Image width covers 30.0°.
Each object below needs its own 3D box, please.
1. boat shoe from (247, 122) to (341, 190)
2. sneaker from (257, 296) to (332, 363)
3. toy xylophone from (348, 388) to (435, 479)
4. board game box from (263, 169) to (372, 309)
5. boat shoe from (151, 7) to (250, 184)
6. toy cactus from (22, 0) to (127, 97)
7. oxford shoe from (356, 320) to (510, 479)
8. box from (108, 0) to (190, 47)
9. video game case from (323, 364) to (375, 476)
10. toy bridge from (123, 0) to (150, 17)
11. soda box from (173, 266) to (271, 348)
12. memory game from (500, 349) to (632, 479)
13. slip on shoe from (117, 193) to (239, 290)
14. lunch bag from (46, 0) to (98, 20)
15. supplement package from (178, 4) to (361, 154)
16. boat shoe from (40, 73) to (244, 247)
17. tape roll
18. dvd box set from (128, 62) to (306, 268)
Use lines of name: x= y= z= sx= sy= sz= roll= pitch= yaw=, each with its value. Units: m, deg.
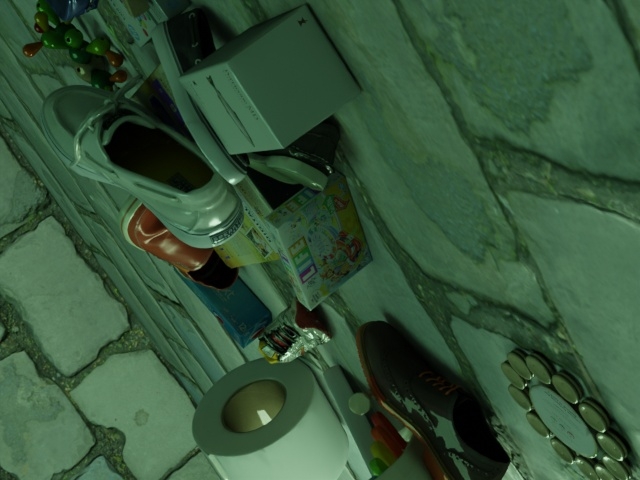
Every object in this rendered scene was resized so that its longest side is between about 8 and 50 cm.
boat shoe: x=-0.041 y=-0.107 z=1.374 sx=0.081 sy=0.068 sz=0.228 roll=27 pitch=177 yaw=-27
sneaker: x=-0.046 y=0.155 z=1.899 sx=0.088 sy=0.093 sz=0.225 roll=50 pitch=163 yaw=7
toy xylophone: x=0.119 y=0.299 z=1.604 sx=0.236 sy=0.081 sz=0.323 roll=52 pitch=-167 yaw=12
board game box: x=0.000 y=0.000 z=1.419 sx=0.026 sy=0.103 sz=0.154 roll=39 pitch=160 yaw=40
boat shoe: x=-0.121 y=-0.172 z=1.365 sx=0.080 sy=0.076 sz=0.228 roll=38 pitch=-156 yaw=-59
toy cactus: x=-0.380 y=-0.282 z=1.900 sx=0.219 sy=0.112 sz=0.180 roll=41 pitch=172 yaw=8
oxford shoe: x=0.147 y=0.198 z=1.519 sx=0.271 sy=0.097 sz=0.098 roll=53 pitch=132 yaw=19
box: x=-0.236 y=-0.326 z=1.491 sx=0.145 sy=0.038 sz=0.186 roll=56 pitch=165 yaw=-10
video game case: x=0.114 y=0.400 z=1.920 sx=0.300 sy=0.036 sz=0.329 roll=64 pitch=177 yaw=-37
toy bridge: x=-0.268 y=-0.328 z=1.457 sx=0.188 sy=0.026 sz=0.063 roll=36 pitch=156 yaw=45
soda box: x=-0.181 y=0.092 z=2.174 sx=0.210 sy=0.071 sz=0.067 roll=47 pitch=164 yaw=19
memory game: x=0.261 y=0.189 z=1.272 sx=0.186 sy=0.012 sz=0.186 roll=47 pitch=163 yaw=19
slip on shoe: x=-0.225 y=-0.004 z=1.965 sx=0.101 sy=0.123 sz=0.331 roll=31 pitch=170 yaw=29
lunch bag: x=-0.352 y=-0.362 z=1.686 sx=0.098 sy=0.065 sz=0.067 roll=50 pitch=148 yaw=11
supplement package: x=-0.057 y=-0.160 z=1.227 sx=0.105 sy=0.105 sz=0.179 roll=57 pitch=163 yaw=-14
boat shoe: x=-0.254 y=-0.135 z=1.554 sx=0.367 sy=0.136 sz=0.156 roll=38 pitch=159 yaw=31
tape roll: x=-0.089 y=0.353 z=2.173 sx=0.246 sy=0.246 sz=0.169 roll=30 pitch=154 yaw=52
dvd box set: x=-0.148 y=-0.103 z=1.683 sx=0.307 sy=0.062 sz=0.420 roll=54 pitch=164 yaw=-7
